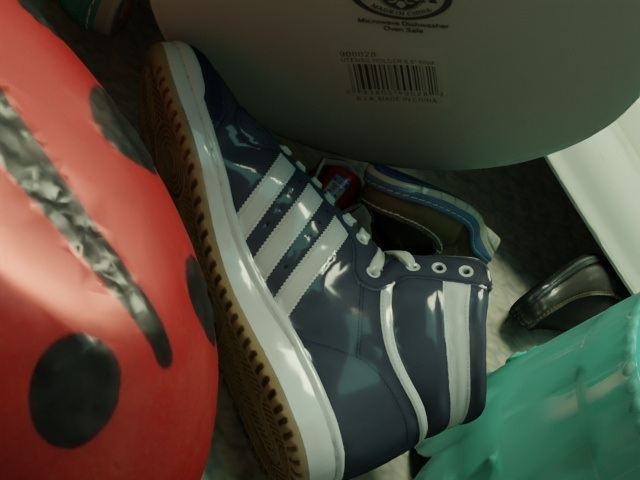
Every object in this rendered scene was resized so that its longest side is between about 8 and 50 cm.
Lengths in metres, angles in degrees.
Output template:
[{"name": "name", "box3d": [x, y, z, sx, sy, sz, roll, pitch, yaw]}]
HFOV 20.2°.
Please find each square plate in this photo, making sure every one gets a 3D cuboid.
[{"name": "square plate", "box3d": [0.256, -0.082, 1.401, 0.344, 0.049, 0.347, 56, 27, -11]}]

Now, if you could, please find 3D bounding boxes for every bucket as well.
[{"name": "bucket", "box3d": [0.212, 0.166, 1.093, 0.281, 0.183, 0.281, 27, 42, -28]}]

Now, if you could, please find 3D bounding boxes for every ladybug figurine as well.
[{"name": "ladybug figurine", "box3d": [-0.201, -0.020, 0.853, 0.449, 0.162, 0.305, 49, 35, 1]}]

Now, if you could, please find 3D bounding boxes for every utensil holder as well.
[{"name": "utensil holder", "box3d": [0.076, -0.285, 1.125, 0.327, 0.327, 0.385, 28, 55, -26]}]

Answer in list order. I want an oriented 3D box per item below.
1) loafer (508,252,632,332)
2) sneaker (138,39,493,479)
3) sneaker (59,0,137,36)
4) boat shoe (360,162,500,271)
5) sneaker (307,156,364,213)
[{"name": "loafer", "box3d": [0.198, 0.046, 1.297, 0.170, 0.062, 0.061, -13, 71, -50]}, {"name": "sneaker", "box3d": [0.000, 0.000, 1.053, 0.153, 0.099, 0.282, -16, 73, -20]}, {"name": "sneaker", "box3d": [-0.152, -0.258, 1.190, 0.121, 0.108, 0.302, 16, 48, -11]}, {"name": "boat shoe", "box3d": [0.067, 0.003, 1.145, 0.066, 0.066, 0.183, 25, -3, 27]}, {"name": "sneaker", "box3d": [-0.008, -0.008, 1.124, 0.042, 0.067, 0.118, 39, 37, -13]}]
